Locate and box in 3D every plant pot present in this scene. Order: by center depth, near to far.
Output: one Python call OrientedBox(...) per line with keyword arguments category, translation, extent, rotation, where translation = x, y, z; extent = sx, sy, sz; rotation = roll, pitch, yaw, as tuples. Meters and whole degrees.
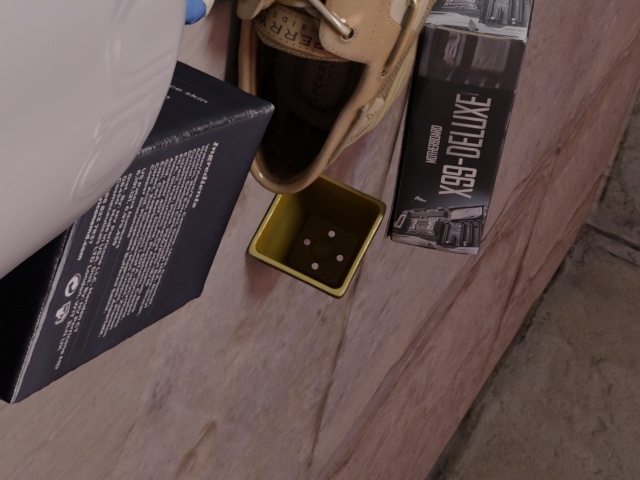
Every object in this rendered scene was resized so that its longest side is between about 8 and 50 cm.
OrientedBox(category="plant pot", translation=(0.000, 0.000, 1.290), extent=(0.081, 0.081, 0.083), rotation=(-63, 171, -10))

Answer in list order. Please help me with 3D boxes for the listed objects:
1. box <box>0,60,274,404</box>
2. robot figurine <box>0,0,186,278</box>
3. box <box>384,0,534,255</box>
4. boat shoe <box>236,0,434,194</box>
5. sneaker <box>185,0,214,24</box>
OrientedBox(category="box", translation=(-0.125, -0.031, 0.600), extent=(0.158, 0.156, 0.093), rotation=(-32, 145, -66))
OrientedBox(category="robot figurine", translation=(-0.163, -0.046, 0.345), extent=(0.353, 0.200, 0.299), rotation=(-46, 118, -54))
OrientedBox(category="box", translation=(0.123, -0.181, 1.259), extent=(0.242, 0.077, 0.307), rotation=(95, 7, -54))
OrientedBox(category="boat shoe", translation=(0.012, -0.151, 0.976), extent=(0.110, 0.122, 0.341), rotation=(-57, 165, -33))
OrientedBox(category="sneaker", translation=(-0.102, -0.104, 0.759), extent=(0.084, 0.058, 0.152), rotation=(-71, 162, -1))
